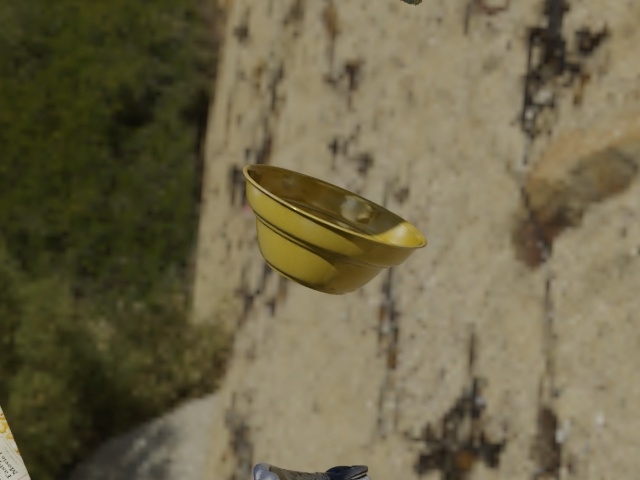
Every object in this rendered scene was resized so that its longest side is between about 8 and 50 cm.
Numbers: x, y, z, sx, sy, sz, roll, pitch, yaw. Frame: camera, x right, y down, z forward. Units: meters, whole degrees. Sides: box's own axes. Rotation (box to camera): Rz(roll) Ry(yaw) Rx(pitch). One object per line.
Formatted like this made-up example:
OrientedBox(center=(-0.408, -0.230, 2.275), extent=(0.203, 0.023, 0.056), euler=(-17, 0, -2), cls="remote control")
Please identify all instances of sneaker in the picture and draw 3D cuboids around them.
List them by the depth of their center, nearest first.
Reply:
OrientedBox(center=(-0.005, 0.337, 2.321), extent=(0.268, 0.153, 0.101), euler=(78, -176, -79), cls="sneaker")

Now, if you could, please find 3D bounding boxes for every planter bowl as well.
OrientedBox(center=(0.000, 0.000, 1.930), extent=(0.217, 0.217, 0.090), euler=(-106, 38, -75), cls="planter bowl")

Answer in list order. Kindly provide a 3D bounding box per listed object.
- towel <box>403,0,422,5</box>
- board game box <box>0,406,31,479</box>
OrientedBox(center=(0.074, -0.325, 1.921), extent=(0.148, 0.027, 0.110), euler=(42, 130, 46), cls="towel")
OrientedBox(center=(-0.294, 0.243, 1.588), extent=(0.193, 0.045, 0.147), euler=(66, 151, 7), cls="board game box")
